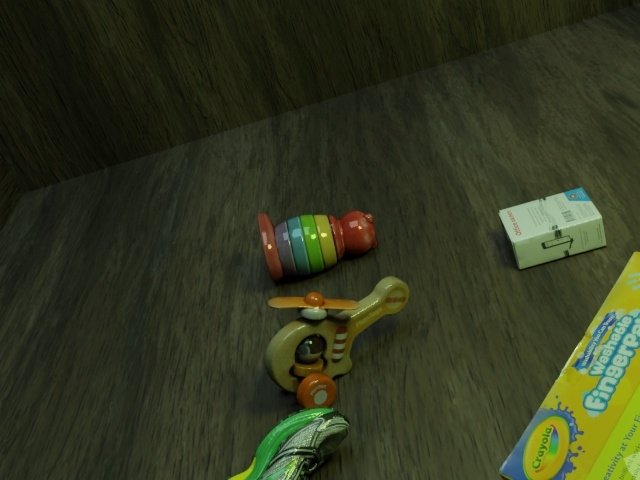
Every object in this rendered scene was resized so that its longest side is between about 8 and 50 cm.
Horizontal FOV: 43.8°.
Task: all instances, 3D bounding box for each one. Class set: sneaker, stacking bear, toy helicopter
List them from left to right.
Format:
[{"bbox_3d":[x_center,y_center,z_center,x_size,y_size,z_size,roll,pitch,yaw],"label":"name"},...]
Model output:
[{"bbox_3d":[-0.063,0.442,1.416,0.343,0.134,0.146,-45,44,-20],"label":"sneaker"},{"bbox_3d":[0.000,0.000,2.045,0.289,0.175,0.164,-13,28,-1],"label":"stacking bear"},{"bbox_3d":[0.035,0.172,1.657,0.355,0.235,0.140,-32,32,-19],"label":"toy helicopter"}]

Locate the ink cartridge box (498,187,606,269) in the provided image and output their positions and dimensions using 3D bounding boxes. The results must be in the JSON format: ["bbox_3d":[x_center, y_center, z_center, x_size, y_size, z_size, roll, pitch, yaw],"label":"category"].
[{"bbox_3d":[0.529,-0.029,1.830,0.203,0.086,0.148,-16,30,9],"label":"ink cartridge box"}]

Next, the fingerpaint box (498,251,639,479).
[{"bbox_3d":[0.547,0.269,1.173,0.371,0.163,0.445,18,64,46],"label":"fingerpaint box"}]
